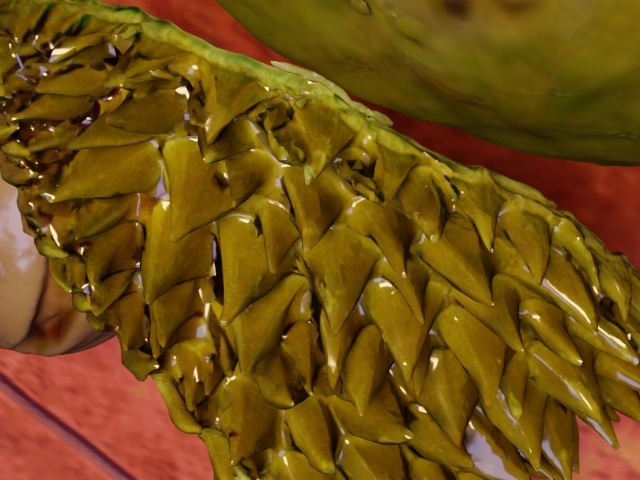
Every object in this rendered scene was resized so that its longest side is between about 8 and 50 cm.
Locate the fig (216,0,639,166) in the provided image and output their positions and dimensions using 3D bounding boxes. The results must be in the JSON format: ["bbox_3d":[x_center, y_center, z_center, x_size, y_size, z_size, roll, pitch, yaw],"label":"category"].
[{"bbox_3d":[0.042,-0.108,0.517,0.314,0.233,0.233,-30,118,37],"label":"fig"}]

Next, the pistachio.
[{"bbox_3d":[-0.120,-0.020,0.780,0.124,0.124,0.185,25,123,-3],"label":"pistachio"}]

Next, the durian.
[{"bbox_3d":[0.008,-0.006,0.656,0.163,0.198,0.394,-39,132,24],"label":"durian"}]
